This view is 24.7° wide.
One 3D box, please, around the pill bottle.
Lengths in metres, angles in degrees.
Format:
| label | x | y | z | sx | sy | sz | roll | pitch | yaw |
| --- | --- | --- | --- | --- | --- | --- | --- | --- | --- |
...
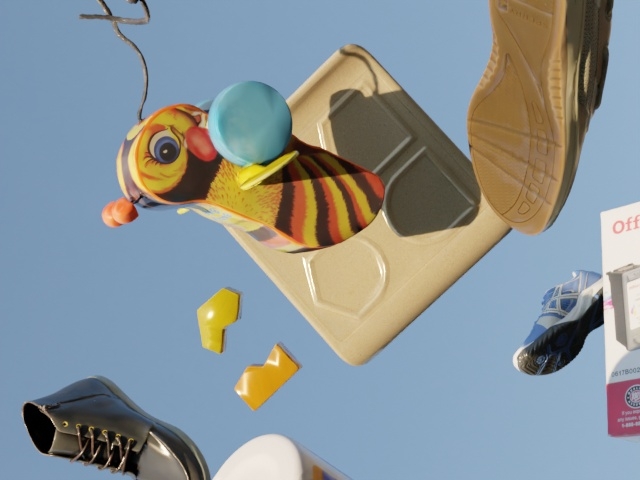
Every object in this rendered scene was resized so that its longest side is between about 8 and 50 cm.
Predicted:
| label | x | y | z | sx | sy | sz | roll | pitch | yaw |
| --- | --- | --- | --- | --- | --- | --- | --- | --- | --- |
| pill bottle | 0.017 | 0.324 | 1.501 | 0.272 | 0.152 | 0.152 | 39 | -113 | -30 |

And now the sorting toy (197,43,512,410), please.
| label | x | y | z | sx | sy | sz | roll | pitch | yaw |
| --- | --- | --- | --- | --- | --- | --- | --- | --- | --- |
| sorting toy | 0.000 | 0.000 | 1.365 | 0.307 | 0.229 | 0.041 | -44 | -5 | 11 |

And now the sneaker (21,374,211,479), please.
| label | x | y | z | sx | sy | sz | roll | pitch | yaw |
| --- | --- | --- | --- | --- | --- | --- | --- | --- | --- |
| sneaker | -0.233 | 0.240 | 1.647 | 0.118 | 0.222 | 0.083 | -15 | -51 | -51 |

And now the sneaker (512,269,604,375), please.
| label | x | y | z | sx | sy | sz | roll | pitch | yaw |
| --- | --- | --- | --- | --- | --- | --- | --- | --- | --- |
| sneaker | 0.358 | 0.123 | 2.184 | 0.211 | 0.081 | 0.080 | -38 | -47 | -23 |

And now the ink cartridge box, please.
| label | x | y | z | sx | sy | sz | roll | pitch | yaw |
| --- | --- | --- | --- | --- | --- | --- | --- | --- | --- |
| ink cartridge box | 0.478 | 0.096 | 1.843 | 0.131 | 0.226 | 0.306 | 13 | -111 | -40 |

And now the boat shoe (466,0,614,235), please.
| label | x | y | z | sx | sy | sz | roll | pitch | yaw |
| --- | --- | --- | --- | --- | --- | --- | --- | --- | --- |
| boat shoe | 0.191 | -0.139 | 1.191 | 0.098 | 0.109 | 0.302 | -29 | -45 | -31 |

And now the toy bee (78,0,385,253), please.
| label | x | y | z | sx | sy | sz | roll | pitch | yaw |
| --- | --- | --- | --- | --- | --- | --- | --- | --- | --- |
| toy bee | -0.103 | -0.059 | 1.218 | 0.162 | 0.298 | 0.195 | -60 | -3 | -17 |
